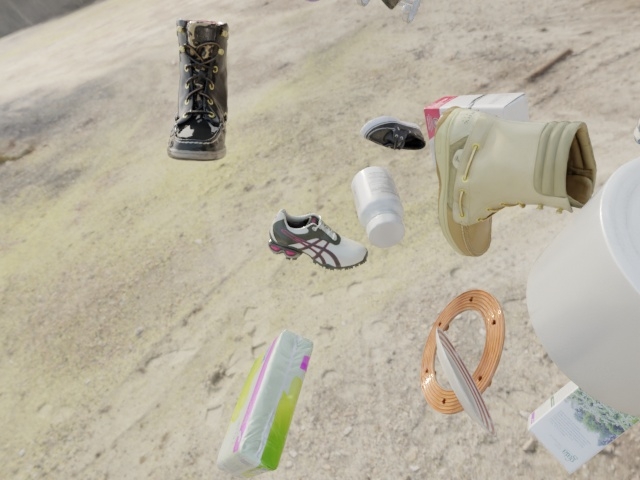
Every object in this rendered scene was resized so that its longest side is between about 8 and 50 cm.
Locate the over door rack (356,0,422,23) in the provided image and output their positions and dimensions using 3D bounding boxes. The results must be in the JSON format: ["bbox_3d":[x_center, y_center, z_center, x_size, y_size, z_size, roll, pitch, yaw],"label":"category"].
[{"bbox_3d":[0.139,-0.633,0.903,0.239,0.325,0.108,29,15,16],"label":"over door rack"}]

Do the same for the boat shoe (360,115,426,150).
[{"bbox_3d":[0.208,-0.280,1.262,0.228,0.080,0.076,-3,56,-43],"label":"boat shoe"}]

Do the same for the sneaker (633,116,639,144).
[{"bbox_3d":[0.589,-0.247,0.747,0.111,0.131,0.296,10,35,41],"label":"sneaker"}]

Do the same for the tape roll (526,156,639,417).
[{"bbox_3d":[0.379,0.051,0.498,0.245,0.169,0.247,2,58,-3],"label":"tape roll"}]

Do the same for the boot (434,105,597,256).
[{"bbox_3d":[0.278,-0.061,0.669,0.095,0.262,0.203,-37,38,-29],"label":"boot"}]

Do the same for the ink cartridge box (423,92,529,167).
[{"bbox_3d":[0.397,-0.273,1.174,0.100,0.172,0.237,-33,30,-28],"label":"ink cartridge box"}]

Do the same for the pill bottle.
[{"bbox_3d":[0.168,-0.095,1.321,0.131,0.131,0.230,-17,45,9],"label":"pill bottle"}]

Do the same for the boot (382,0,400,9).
[{"bbox_3d":[0.128,-0.506,0.672,0.228,0.263,0.091,-36,4,27],"label":"boot"}]

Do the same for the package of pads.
[{"bbox_3d":[-0.131,0.385,1.077,0.229,0.101,0.297,-52,14,50],"label":"package of pads"}]

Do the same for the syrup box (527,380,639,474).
[{"bbox_3d":[0.478,0.277,0.790,0.093,0.096,0.237,47,106,21],"label":"syrup box"}]

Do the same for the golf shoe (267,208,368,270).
[{"bbox_3d":[0.000,0.000,1.205,0.272,0.120,0.105,11,36,-5],"label":"golf shoe"}]

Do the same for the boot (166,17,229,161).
[{"bbox_3d":[-0.278,-0.355,1.072,0.138,0.285,0.377,4,27,-6],"label":"boot"}]

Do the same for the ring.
[{"bbox_3d":[0.369,0.287,1.204,0.337,0.032,0.337,-61,12,21],"label":"ring"}]

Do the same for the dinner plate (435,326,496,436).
[{"bbox_3d":[0.174,0.174,0.570,0.017,0.141,0.141,-30,34,13],"label":"dinner plate"}]
